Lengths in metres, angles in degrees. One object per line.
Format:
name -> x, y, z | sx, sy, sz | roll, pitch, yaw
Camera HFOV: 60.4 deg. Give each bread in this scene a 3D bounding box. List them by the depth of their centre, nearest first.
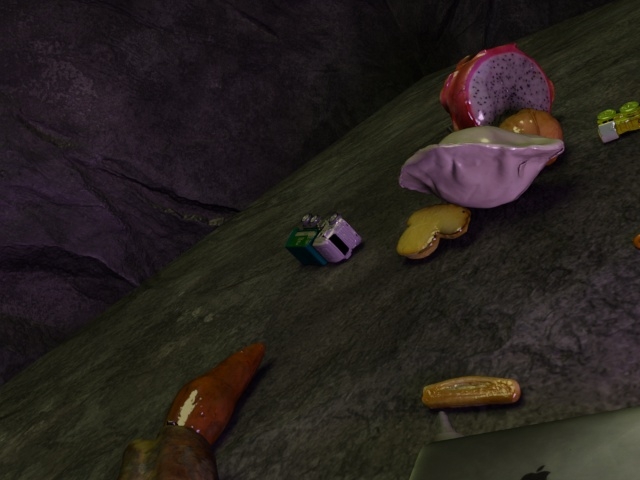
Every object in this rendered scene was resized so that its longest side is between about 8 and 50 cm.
bread -> 0.250, -0.010, 1.193 | 0.187, 0.065, 0.149 | -1, 46, 55

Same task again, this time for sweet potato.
sweet potato -> -0.220, 0.312, 1.025 | 0.112, 0.112, 0.359 | -21, 23, 32

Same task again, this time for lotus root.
lotus root -> -0.209, 0.370, 0.755 | 0.151, 0.160, 0.275 | -9, 17, -6

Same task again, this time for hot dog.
hot dog -> 0.198, 0.200, 0.726 | 0.137, 0.028, 0.044 | -22, 45, 39

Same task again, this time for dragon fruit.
dragon fruit -> 0.455, -0.372, 1.480 | 0.290, 0.291, 0.189 | -37, 11, -16

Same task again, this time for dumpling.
dumpling -> 0.316, -0.157, 1.175 | 0.260, 0.182, 0.341 | 1, 15, -26

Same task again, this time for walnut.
walnut -> 0.485, -0.240, 1.284 | 0.144, 0.144, 0.180 | -25, 13, 21

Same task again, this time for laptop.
laptop -> 0.188, 0.214, 0.476 | 0.269, 0.015, 0.187 | -23, 7, 28

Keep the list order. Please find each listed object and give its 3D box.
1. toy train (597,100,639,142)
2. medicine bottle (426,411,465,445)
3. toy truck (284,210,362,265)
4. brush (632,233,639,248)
toy train -> 0.710, -0.279, 1.142 | 0.249, 0.053, 0.085 | -20, 29, 32
medicine bottle -> 0.148, 0.256, 0.608 | 0.057, 0.058, 0.199 | -28, 16, 14
toy truck -> 0.000, 0.000, 1.522 | 0.124, 0.114, 0.253 | -52, 23, -18
brush -> 0.557, -0.007, 0.703 | 0.090, 0.017, 0.314 | -38, 17, -28
